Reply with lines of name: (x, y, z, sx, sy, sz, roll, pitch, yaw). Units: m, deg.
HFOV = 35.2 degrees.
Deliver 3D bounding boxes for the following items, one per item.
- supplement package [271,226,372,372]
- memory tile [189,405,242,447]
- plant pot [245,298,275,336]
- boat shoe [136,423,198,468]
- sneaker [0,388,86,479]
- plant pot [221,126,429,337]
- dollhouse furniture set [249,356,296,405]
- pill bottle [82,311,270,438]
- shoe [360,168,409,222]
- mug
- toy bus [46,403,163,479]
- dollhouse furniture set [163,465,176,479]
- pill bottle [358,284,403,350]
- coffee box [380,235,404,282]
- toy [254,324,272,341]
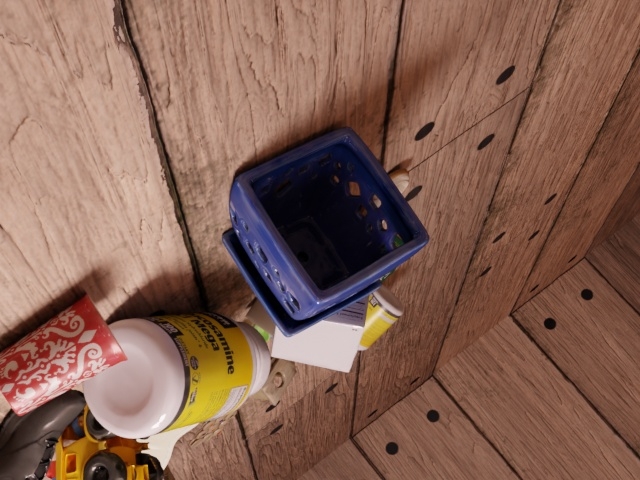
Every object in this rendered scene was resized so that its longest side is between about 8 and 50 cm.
supplement package: (0.007, 0.093, 1.787, 0.194, 0.149, 0.203, 103, -2, -59)
memory tile: (-0.248, 0.438, 2.415, 0.113, 0.012, 0.148, -16, 150, -49)
plant pot: (-0.058, 0.131, 1.947, 0.109, 0.109, 0.096, 9, 109, -53)
boat shoe: (-0.305, 0.343, 1.984, 0.109, 0.091, 0.305, 18, 126, -25)
sneaker: (-0.478, 0.355, 1.627, 0.286, 0.130, 0.109, -42, 159, 2)
plant pot: (-0.008, 0.000, 1.585, 0.236, 0.236, 0.212, -27, 164, -30)
dollhouse furniture set: (-0.171, 0.242, 2.071, 0.161, 0.181, 0.101, 56, 50, -30)
pill bottle: (-0.226, 0.216, 1.702, 0.188, 0.188, 0.334, -47, 160, 19)
shoe: (0.106, -0.047, 1.939, 0.219, 0.058, 0.076, -50, 159, 25)
mug: (-0.376, 0.175, 1.455, 0.169, 0.113, 0.150, -32, 158, -14)
toy bus: (-0.403, 0.378, 1.786, 0.211, 0.220, 0.149, -12, 164, 23)
dollhouse furniture set: (-0.387, 0.582, 2.143, 0.212, 0.161, 0.242, -29, 178, -31)
pill bottle: (0.102, 0.194, 2.394, 0.184, 0.103, 0.103, -47, 160, 16)
coffee box: (0.108, 0.075, 2.208, 0.184, 0.040, 0.113, -40, 161, -27)
toy: (-0.040, 0.161, 2.128, 0.237, 0.056, 0.137, -22, 155, -43)
